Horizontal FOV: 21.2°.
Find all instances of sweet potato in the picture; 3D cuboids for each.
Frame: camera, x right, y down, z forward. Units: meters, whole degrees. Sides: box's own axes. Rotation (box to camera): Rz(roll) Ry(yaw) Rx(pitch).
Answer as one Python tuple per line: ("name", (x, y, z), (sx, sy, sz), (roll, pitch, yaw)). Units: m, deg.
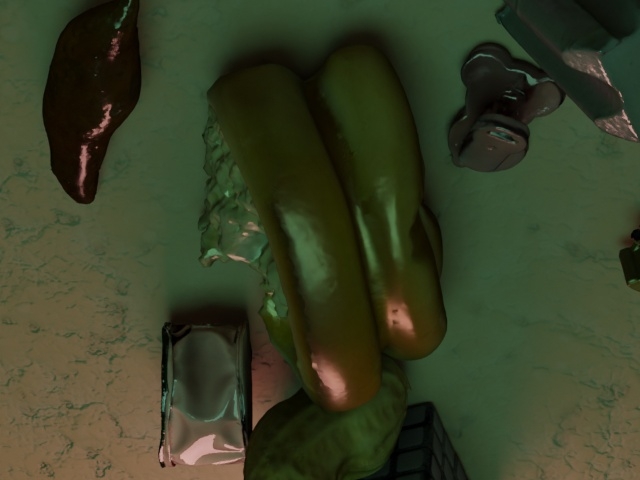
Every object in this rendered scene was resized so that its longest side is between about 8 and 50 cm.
("sweet potato", (-0.259, -0.175, 1.938), (0.112, 0.112, 0.359), (22, 143, -7))

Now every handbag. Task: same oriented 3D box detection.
("handbag", (-0.143, 0.194, 2.143), (0.116, 0.179, 0.205), (-1, 124, 0))

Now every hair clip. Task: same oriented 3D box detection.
("hair clip", (0.202, -0.143, 1.940), (0.123, 0.102, 0.138), (20, 158, -4))

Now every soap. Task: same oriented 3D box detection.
("soap", (0.325, -0.265, 1.732), (0.258, 0.302, 0.159), (-36, 129, 2))

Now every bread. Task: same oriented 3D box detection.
("bread", (0.004, -0.015, 1.967), (0.245, 0.329, 0.424), (-29, 125, -21))

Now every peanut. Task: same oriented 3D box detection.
("peanut", (0.003, 0.246, 2.084), (0.147, 0.305, 0.147), (22, 129, 31))

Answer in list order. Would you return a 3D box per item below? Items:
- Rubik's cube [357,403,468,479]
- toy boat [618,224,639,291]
("Rubik's cube", (0.069, 0.385, 2.205), (0.237, 0.238, 0.237), (-16, 121, 18))
("toy boat", (0.463, -0.048, 1.928), (0.310, 0.089, 0.115), (-33, 123, 27))
